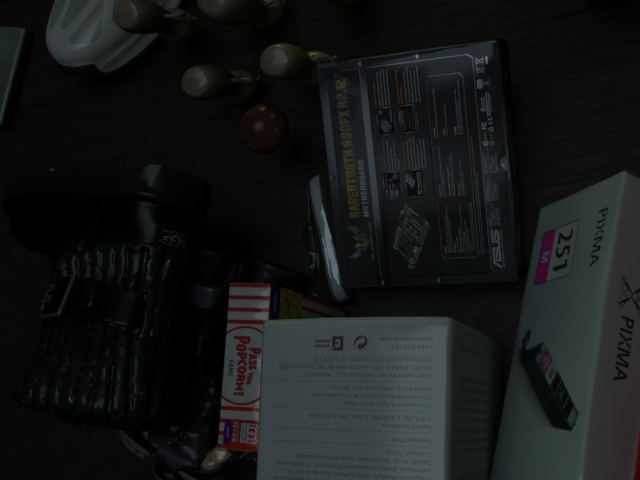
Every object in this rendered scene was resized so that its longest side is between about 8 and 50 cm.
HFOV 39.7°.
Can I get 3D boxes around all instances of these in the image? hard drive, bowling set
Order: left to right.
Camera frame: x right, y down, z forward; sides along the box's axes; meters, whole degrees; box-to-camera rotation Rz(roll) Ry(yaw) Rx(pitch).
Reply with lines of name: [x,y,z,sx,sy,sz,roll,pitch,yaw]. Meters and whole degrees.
hard drive: [-0.443,-0.220,1.192,0.094,0.022,0.135,8,82,24]
bowling set: [-0.074,-0.195,0.989,0.287,0.154,0.200,-5,96,20]

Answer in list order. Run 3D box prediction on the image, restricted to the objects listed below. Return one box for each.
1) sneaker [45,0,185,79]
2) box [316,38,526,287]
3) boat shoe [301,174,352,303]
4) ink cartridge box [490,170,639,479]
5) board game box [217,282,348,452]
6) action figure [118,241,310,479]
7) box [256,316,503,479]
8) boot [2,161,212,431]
sneaker: [-0.238,-0.419,1.020,0.169,0.257,0.447,32,93,25]
box: [0.101,-0.071,0.877,0.183,0.056,0.231,-4,98,23]
boat shoe: [0.000,0.000,0.949,0.040,0.049,0.142,-16,76,19]
ink cartridge box: [0.245,0.073,0.714,0.060,0.239,0.275,20,70,-14]
board game box: [-0.030,0.126,0.854,0.045,0.193,0.147,-1,79,23]
action figure: [-0.113,0.152,0.941,0.185,0.099,0.285,20,92,18]
box: [0.060,0.250,0.780,0.168,0.215,0.345,-3,77,22]
boot: [-0.259,0.060,0.944,0.348,0.131,0.260,-2,75,50]
